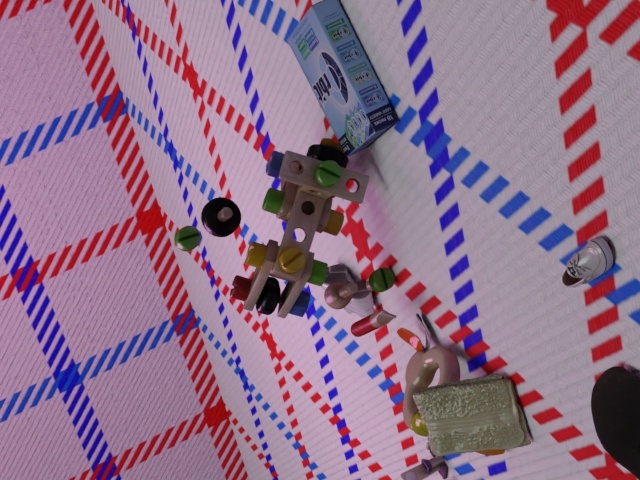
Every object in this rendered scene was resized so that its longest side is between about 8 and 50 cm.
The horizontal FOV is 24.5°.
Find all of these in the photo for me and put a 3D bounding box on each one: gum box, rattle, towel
[{"bbox_3d":[0.027,-0.215,1.962,0.184,0.041,0.157,63,164,1],"label":"gum box"},{"bbox_3d":[0.189,0.202,2.114,0.200,0.142,0.130,-103,22,-62],"label":"rattle"},{"bbox_3d":[0.202,0.236,1.974,0.148,0.027,0.110,-11,108,29],"label":"towel"}]

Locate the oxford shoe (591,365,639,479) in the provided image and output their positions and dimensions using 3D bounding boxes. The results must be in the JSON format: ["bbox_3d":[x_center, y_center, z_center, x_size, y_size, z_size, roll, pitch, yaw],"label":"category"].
[{"bbox_3d":[0.351,0.217,1.542,0.076,0.076,0.212,27,-157,-37],"label":"oxford shoe"}]

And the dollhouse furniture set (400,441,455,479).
[{"bbox_3d":[0.180,0.393,2.339,0.114,0.081,0.091,55,162,30],"label":"dollhouse furniture set"}]

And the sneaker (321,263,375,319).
[{"bbox_3d":[0.040,0.086,2.372,0.152,0.053,0.061,39,153,57],"label":"sneaker"}]

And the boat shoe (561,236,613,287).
[{"bbox_3d":[0.275,0.026,1.539,0.035,0.035,0.100,61,165,11],"label":"boat shoe"}]

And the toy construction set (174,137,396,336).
[{"bbox_3d":[0.000,0.000,2.096,0.309,0.257,0.237,44,159,-6],"label":"toy construction set"}]
